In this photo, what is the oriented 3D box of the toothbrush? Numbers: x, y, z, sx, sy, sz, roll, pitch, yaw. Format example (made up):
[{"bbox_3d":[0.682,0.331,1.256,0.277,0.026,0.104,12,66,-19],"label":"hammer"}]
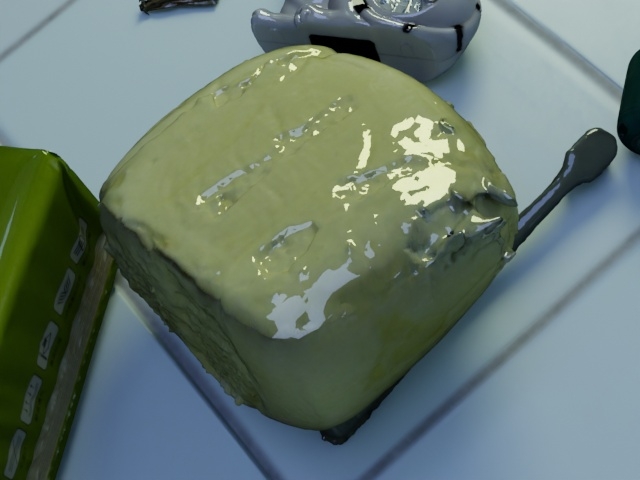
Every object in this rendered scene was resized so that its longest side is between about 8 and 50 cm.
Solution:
[{"bbox_3d":[0.103,0.031,0.849,0.030,0.030,0.297,43,83,8],"label":"toothbrush"}]

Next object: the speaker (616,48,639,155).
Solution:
[{"bbox_3d":[0.260,-0.093,0.857,0.094,0.060,0.075,22,69,-15],"label":"speaker"}]

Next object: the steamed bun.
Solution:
[{"bbox_3d":[0.000,0.000,0.811,0.232,0.166,0.273,-42,50,-17],"label":"steamed bun"}]

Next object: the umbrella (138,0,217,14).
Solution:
[{"bbox_3d":[-0.116,-0.209,1.020,0.083,0.020,0.031,-16,102,7],"label":"umbrella"}]

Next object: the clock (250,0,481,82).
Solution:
[{"bbox_3d":[0.043,-0.195,0.938,0.176,0.080,0.117,10,68,20],"label":"clock"}]

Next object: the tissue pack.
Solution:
[{"bbox_3d":[-0.281,0.081,0.845,0.200,0.167,0.275,6,69,17],"label":"tissue pack"}]
